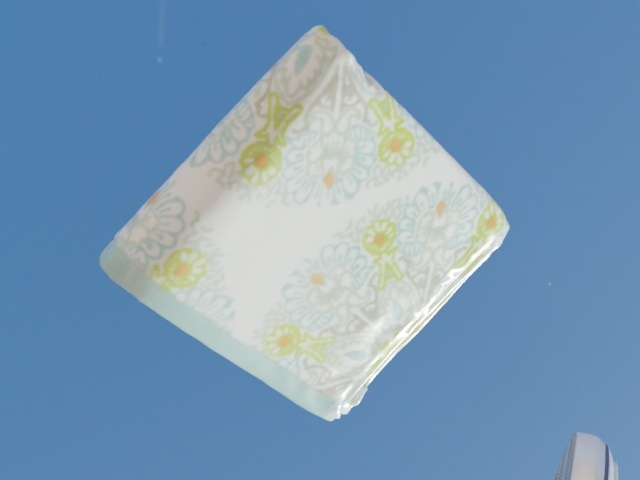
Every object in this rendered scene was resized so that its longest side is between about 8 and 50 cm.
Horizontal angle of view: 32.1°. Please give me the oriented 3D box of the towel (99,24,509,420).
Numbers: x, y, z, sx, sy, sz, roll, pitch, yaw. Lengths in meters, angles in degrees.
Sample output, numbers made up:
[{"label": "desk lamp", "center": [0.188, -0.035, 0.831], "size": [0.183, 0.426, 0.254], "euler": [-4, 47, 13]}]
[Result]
[{"label": "towel", "center": [0.000, 0.000, 1.178], "size": [0.320, 0.374, 0.090], "euler": [-49, -140, 3]}]

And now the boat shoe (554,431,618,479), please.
[{"label": "boat shoe", "center": [0.181, 0.238, 0.722], "size": [0.076, 0.083, 0.226], "euler": [13, -119, 3]}]
